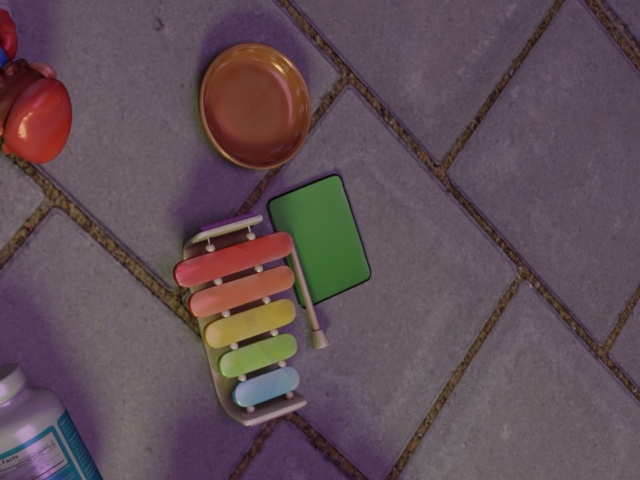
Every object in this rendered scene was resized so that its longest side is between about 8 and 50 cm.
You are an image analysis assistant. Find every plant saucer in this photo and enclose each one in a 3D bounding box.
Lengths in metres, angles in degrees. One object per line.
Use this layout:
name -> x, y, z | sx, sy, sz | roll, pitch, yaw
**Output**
plant saucer -> -0.106, -0.209, 2.039 | 0.200, 0.037, 0.199 | 3, 85, -33

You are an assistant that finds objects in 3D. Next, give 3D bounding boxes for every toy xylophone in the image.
toy xylophone -> -0.095, 0.109, 1.999 | 0.236, 0.081, 0.322 | -26, 101, -29

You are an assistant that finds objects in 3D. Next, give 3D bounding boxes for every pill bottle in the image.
pill bottle -> -0.389, 0.302, 1.766 | 0.146, 0.146, 0.264 | -31, 104, -30

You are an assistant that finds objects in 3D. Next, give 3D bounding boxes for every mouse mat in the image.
mouse mat -> 0.000, 0.000, 2.114 | 0.153, 0.007, 0.189 | -23, 99, -31

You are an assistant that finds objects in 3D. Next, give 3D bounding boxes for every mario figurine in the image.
mario figurine -> -0.478, -0.227, 1.778 | 0.198, 0.170, 0.320 | -42, 101, 11
